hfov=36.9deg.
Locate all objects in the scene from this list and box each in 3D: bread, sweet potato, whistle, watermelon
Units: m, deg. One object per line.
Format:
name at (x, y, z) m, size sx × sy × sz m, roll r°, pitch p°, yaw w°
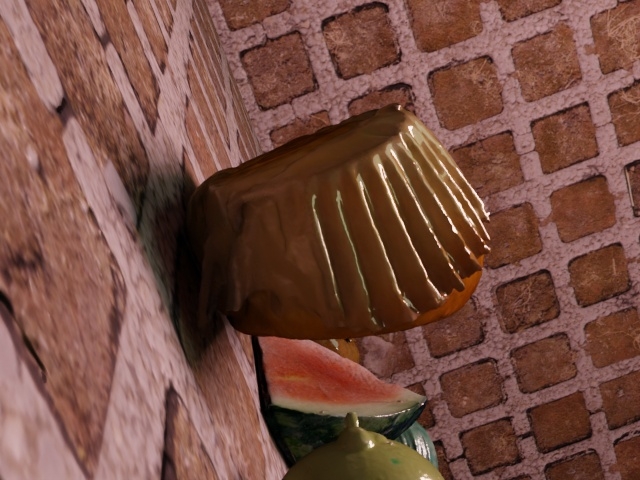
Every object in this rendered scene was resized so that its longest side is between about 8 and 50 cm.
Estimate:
bread at (0.012, -0.005, 0.835) m, size 0.388 × 0.236 × 0.183 m, roll -106°, pitch 175°, yaw -82°
sweet potato at (0.006, 0.161, 1.451) m, size 0.124 × 0.098 × 0.310 m, roll 63°, pitch -5°, yaw 17°
whistle at (0.049, 0.257, 0.641) m, size 0.141 × 0.141 × 0.294 m, roll 68°, pitch 3°, yaw -66°
watermelon at (-0.024, 0.175, 0.976) m, size 0.202 × 0.136 × 0.207 m, roll 24°, pitch 2°, yaw 37°

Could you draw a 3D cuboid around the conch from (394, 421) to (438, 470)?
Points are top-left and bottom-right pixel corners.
conch at (0.091, 0.333, 1.429) m, size 0.196 × 0.134 × 0.202 m, roll 29°, pitch -33°, yaw 40°
